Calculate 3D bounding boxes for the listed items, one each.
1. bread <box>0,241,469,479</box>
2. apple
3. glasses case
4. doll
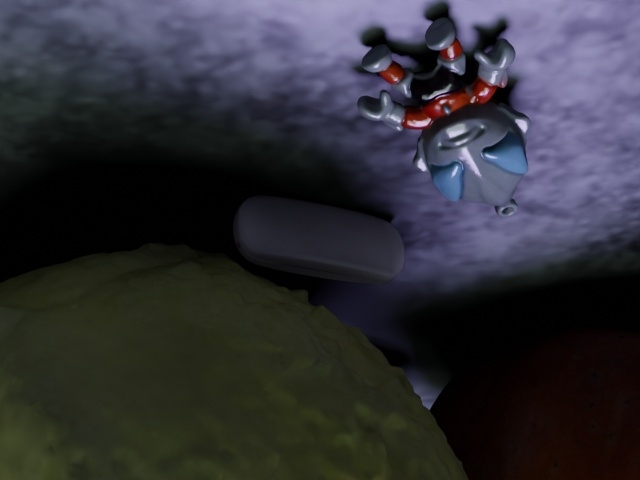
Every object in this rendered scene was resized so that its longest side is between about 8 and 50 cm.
[{"bbox_3d":[-0.074,0.155,0.594,0.237,0.321,0.320,-10,161,-41],"label":"bread"},{"bbox_3d":[0.149,0.160,0.690,0.234,0.234,0.234,-2,151,-1],"label":"apple"},{"bbox_3d":[0.000,0.000,0.575,0.083,0.032,0.021,9,151,-23],"label":"glasses case"},{"bbox_3d":[0.059,-0.041,0.502,0.057,0.039,0.114,-41,133,-2],"label":"doll"}]
